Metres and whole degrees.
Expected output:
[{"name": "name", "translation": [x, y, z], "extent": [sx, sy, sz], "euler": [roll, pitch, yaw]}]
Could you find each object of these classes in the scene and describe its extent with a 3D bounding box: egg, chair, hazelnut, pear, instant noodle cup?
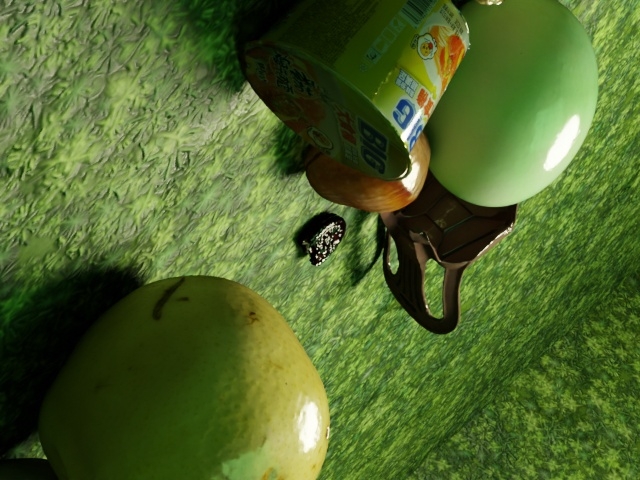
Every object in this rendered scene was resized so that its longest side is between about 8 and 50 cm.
[{"name": "egg", "translation": [0.226, -0.174, 1.576], "extent": [0.220, 0.220, 0.270], "euler": [-8, 112, -61]}, {"name": "chair", "translation": [0.178, -0.021, 1.827], "extent": [0.183, 0.175, 0.326], "euler": [-37, 154, -11]}, {"name": "hazelnut", "translation": [0.054, -0.103, 1.512], "extent": [0.150, 0.150, 0.150], "euler": [-42, 158, -21]}, {"name": "pear", "translation": [-0.146, 0.194, 1.355], "extent": [0.309, 0.309, 0.309], "euler": [-42, 158, -21]}, {"name": "instant noodle cup", "translation": [0.042, -0.180, 1.255], "extent": [0.153, 0.205, 0.205], "euler": [-55, 161, -14]}]

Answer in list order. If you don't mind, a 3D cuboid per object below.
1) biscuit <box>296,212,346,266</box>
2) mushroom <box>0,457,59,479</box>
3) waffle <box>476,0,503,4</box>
[{"name": "biscuit", "translation": [0.000, 0.000, 1.699], "extent": [0.089, 0.027, 0.087], "euler": [-27, 149, -49]}, {"name": "mushroom", "translation": [-0.351, 0.307, 1.364], "extent": [0.177, 0.126, 0.397], "euler": [-39, 165, 24]}, {"name": "waffle", "translation": [0.284, -0.445, 1.394], "extent": [0.376, 0.114, 0.261], "euler": [-40, 157, -26]}]
